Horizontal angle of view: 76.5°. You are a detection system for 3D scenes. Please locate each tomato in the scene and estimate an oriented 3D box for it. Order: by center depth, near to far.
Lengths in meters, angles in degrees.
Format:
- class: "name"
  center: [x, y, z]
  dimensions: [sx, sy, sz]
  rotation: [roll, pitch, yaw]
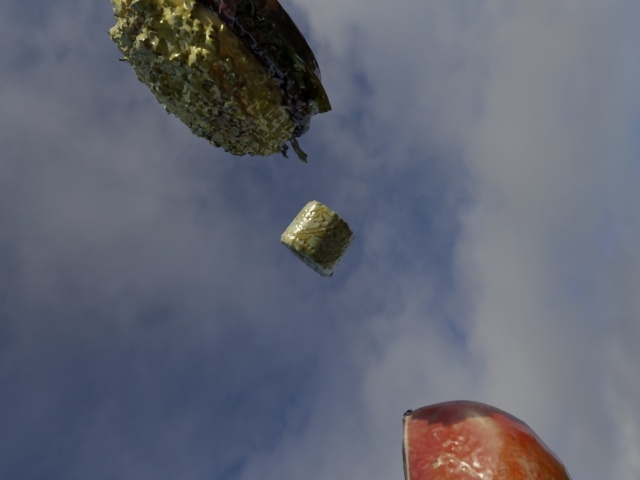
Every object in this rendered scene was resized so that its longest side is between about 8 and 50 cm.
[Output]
- class: "tomato"
  center: [0.181, 0.269, 0.420]
  dimensions: [0.180, 0.155, 0.214]
  rotation: [55, -158, -27]

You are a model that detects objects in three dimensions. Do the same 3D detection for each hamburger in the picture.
- class: "hamburger"
  center: [-0.105, -0.180, 0.446]
  dimensions: [0.262, 0.243, 0.138]
  rotation: [39, -95, -18]

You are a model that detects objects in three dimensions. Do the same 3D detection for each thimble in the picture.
- class: "thimble"
  center: [0.000, 0.000, 1.103]
  dimensions: [0.190, 0.137, 0.143]
  rotation: [42, -103, -22]
